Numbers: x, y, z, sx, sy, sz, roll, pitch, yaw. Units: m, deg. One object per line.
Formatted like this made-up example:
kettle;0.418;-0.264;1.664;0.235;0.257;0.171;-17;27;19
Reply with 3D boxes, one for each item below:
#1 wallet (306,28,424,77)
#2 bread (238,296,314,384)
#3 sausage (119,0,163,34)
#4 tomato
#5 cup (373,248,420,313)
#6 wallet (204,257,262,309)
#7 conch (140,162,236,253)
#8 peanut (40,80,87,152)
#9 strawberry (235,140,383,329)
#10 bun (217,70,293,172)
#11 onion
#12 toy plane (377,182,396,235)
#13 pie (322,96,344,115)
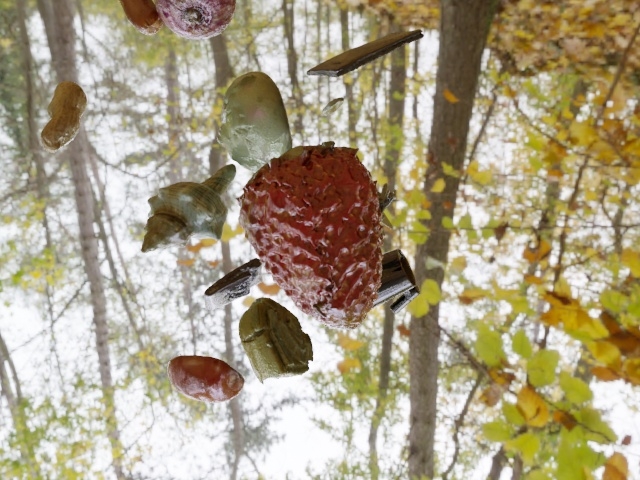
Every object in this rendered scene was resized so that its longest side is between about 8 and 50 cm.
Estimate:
wallet;0.094;-0.400;1.435;0.244;0.025;0.124;-31;-154;-24
bread;-0.138;0.295;1.977;0.124;0.257;0.186;-27;-171;36
sausage;-0.538;-0.702;1.936;0.089;0.083;0.300;-31;-115;2
tomato;-0.282;0.341;1.611;0.174;0.166;0.082;-3;-125;22
cup;0.226;0.136;2.286;0.177;0.239;0.166;-26;-120;16
wallet;-0.235;0.123;1.834;0.182;0.049;0.229;-29;170;-13
conch;-0.333;-0.084;1.804;0.386;0.203;0.169;-41;-164;-24
peanut;-0.705;-0.340;1.853;0.104;0.085;0.227;-8;-120;19
strawberry;-0.002;0.000;1.229;0.292;0.343;0.292;-18;171;-3
bun;-0.187;-0.302;1.786;0.179;0.283;0.283;-15;-154;-14
onion;-0.326;-0.628;1.804;0.207;0.200;0.200;-33;-150;-7
toy plane;0.171;-0.109;2.025;0.088;0.192;0.262;29;-143;-18
pie;0.039;-0.421;2.115;0.020;0.084;0.084;52;-136;8
